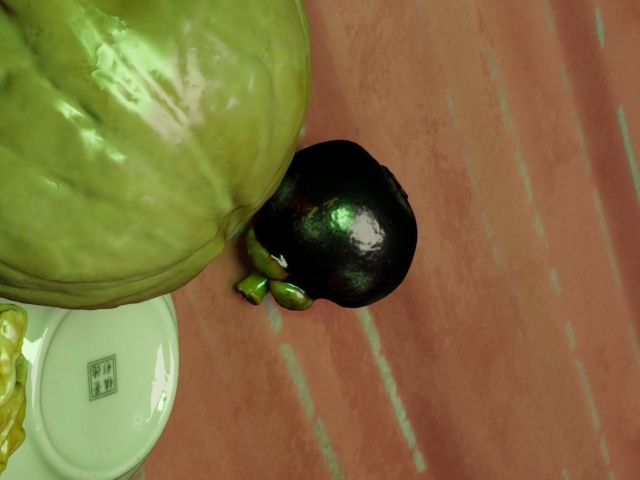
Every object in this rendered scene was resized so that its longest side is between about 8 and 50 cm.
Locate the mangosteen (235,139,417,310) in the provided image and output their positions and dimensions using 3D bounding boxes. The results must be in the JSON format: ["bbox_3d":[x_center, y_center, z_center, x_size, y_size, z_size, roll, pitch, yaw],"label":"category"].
[{"bbox_3d":[0.000,0.000,1.451,0.151,0.137,0.137,-36,136,5],"label":"mangosteen"}]

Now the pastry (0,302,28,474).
[{"bbox_3d":[-0.281,0.079,1.046,0.102,0.250,0.154,56,43,-57],"label":"pastry"}]

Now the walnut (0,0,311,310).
[{"bbox_3d":[-0.154,-0.114,1.086,0.277,0.313,0.252,-53,165,16],"label":"walnut"}]

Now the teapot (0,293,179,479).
[{"bbox_3d":[-0.200,0.079,1.213,0.300,0.166,0.208,-8,114,-42],"label":"teapot"}]
